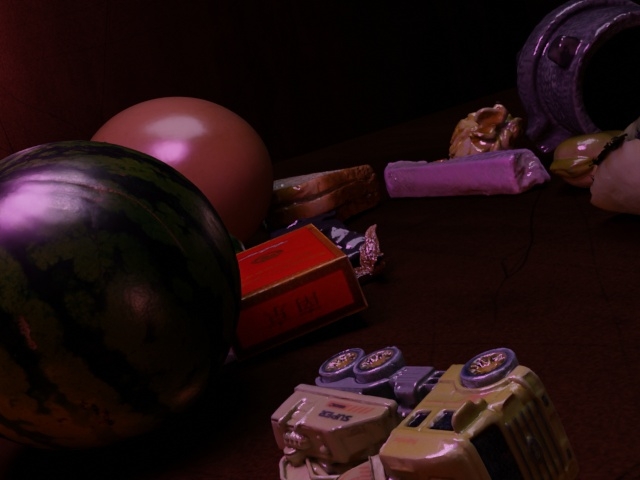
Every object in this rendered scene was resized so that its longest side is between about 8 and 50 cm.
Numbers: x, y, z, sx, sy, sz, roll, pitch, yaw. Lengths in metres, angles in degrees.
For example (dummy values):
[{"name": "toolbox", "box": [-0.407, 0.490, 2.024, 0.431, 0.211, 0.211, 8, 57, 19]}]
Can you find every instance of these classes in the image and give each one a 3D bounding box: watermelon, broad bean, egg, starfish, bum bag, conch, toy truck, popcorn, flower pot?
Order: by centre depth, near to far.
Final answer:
[{"name": "toy truck", "box": [0.042, 0.127, 0.516, 0.116, 0.085, 0.191, -35, 17, -36]}, {"name": "watermelon", "box": [-0.212, 0.049, 0.788, 0.285, 0.285, 0.285, -15, 10, 3]}, {"name": "conch", "box": [0.387, -0.085, 0.977, 0.143, 0.137, 0.250, -23, 13, -31]}, {"name": "starfish", "box": [0.057, 0.034, 1.107, 0.133, 0.041, 0.130, -48, 16, -17]}, {"name": "bum bag", "box": [0.000, 0.000, 1.311, 0.123, 0.060, 0.248, -17, 11, -12]}, {"name": "broad bean", "box": [0.418, -0.123, 1.329, 0.124, 0.082, 0.174, -9, 2, 30]}, {"name": "egg", "box": [-0.247, -0.094, 1.483, 0.373, 0.301, 0.301, -20, 6, 36]}, {"name": "flower pot", "box": [0.482, -0.276, 1.522, 0.299, 0.299, 0.283, -16, 19, -1]}, {"name": "popcorn", "box": [0.299, -0.174, 1.600, 0.135, 0.162, 0.141, 33, 83, 35]}]

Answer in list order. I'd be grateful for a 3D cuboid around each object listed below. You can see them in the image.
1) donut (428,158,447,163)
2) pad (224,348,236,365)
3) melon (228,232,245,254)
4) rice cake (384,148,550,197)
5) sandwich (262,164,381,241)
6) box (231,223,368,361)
[{"name": "donut", "box": [0.267, -0.155, 1.738, 0.083, 0.067, 0.038, -47, -20, 20]}, {"name": "pad", "box": [-0.141, 0.125, 1.009, 0.299, 0.005, 0.202, -20, 11, -26]}, {"name": "melon", "box": [-0.234, 0.045, 1.193, 0.323, 0.196, 0.124, -16, -18, -27]}, {"name": "rice cake", "box": [0.237, -0.115, 1.547, 0.064, 0.070, 0.399, -26, 13, -28]}, {"name": "sandwich", "box": [-0.058, -0.070, 1.652, 0.288, 0.100, 0.254, -6, 13, 39]}, {"name": "box", "box": [-0.048, 0.053, 1.018, 0.153, 0.074, 0.240, -27, 13, -5]}]
